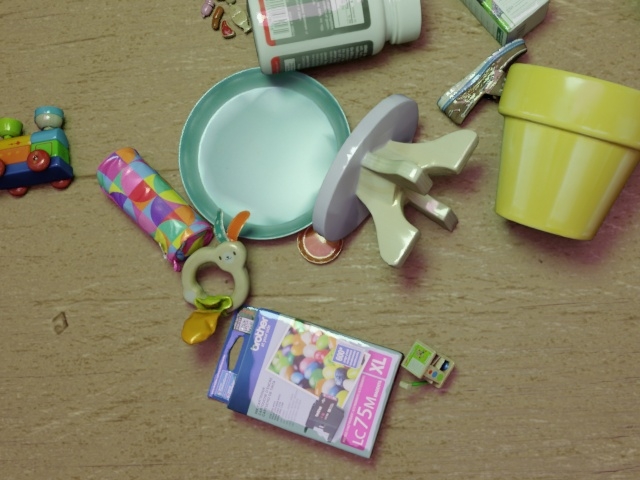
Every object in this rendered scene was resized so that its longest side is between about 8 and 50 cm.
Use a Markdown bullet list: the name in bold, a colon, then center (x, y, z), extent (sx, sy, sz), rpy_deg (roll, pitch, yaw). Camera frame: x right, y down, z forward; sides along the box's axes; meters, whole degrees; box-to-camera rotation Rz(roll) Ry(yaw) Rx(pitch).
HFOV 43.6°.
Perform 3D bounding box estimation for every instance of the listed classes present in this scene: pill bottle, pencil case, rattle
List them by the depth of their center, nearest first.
- **rattle**: center (-0.185, 0.053, 1.354), extent (0.130, 0.143, 0.200), rpy_deg (36, 118, 17)
- **pill bottle**: center (0.021, -0.392, 1.394), extent (0.283, 0.161, 0.161), rpy_deg (-11, 80, -3)
- **pencil case**: center (-0.299, -0.060, 1.437), extent (0.104, 0.104, 0.236), rpy_deg (-44, 77, 1)

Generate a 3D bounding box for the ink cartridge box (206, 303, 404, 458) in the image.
- **ink cartridge box**: center (-0.033, 0.233, 1.376), extent (0.311, 0.065, 0.186), rpy_deg (17, 85, 12)

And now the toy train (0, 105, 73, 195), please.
- **toy train**: center (-0.591, -0.164, 1.498), extent (0.248, 0.105, 0.143), rpy_deg (-9, 71, 7)

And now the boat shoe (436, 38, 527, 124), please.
- **boat shoe**: center (0.294, -0.274, 1.399), extent (0.183, 0.066, 0.066), rpy_deg (-40, 83, 12)

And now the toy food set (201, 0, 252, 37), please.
- **toy food set**: center (-0.185, -0.431, 1.511), extent (0.078, 0.019, 0.122), rpy_deg (-26, 81, 4)

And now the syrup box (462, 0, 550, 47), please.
- **syrup box**: center (0.288, -0.462, 1.407), extent (0.096, 0.093, 0.237), rpy_deg (-39, 79, 2)

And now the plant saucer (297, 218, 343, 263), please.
- **plant saucer**: center (0.000, 0.000, 1.426), extent (0.083, 0.013, 0.083), rpy_deg (-1, 83, 8)

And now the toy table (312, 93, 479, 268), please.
- **toy table**: center (0.128, -0.092, 1.321), extent (0.161, 0.252, 0.274), rpy_deg (31, 98, 28)

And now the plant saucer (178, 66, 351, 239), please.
- **plant saucer**: center (-0.098, -0.156, 1.448), extent (0.317, 0.044, 0.318), rpy_deg (-1, 81, 9)

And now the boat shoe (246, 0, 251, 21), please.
- **boat shoe**: center (-0.042, -0.549, 1.467), extent (0.112, 0.095, 0.335), rpy_deg (31, 87, 11)

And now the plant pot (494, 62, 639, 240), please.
- **plant pot**: center (0.393, -0.135, 1.280), extent (0.254, 0.254, 0.239), rpy_deg (17, 100, 10)

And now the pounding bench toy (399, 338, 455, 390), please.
- **pounding bench toy**: center (0.175, 0.221, 1.339), extent (0.083, 0.065, 0.052), rpy_deg (-58, 35, -2)
